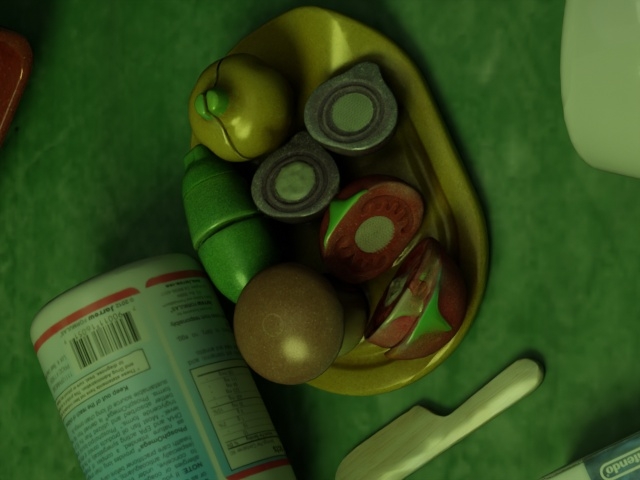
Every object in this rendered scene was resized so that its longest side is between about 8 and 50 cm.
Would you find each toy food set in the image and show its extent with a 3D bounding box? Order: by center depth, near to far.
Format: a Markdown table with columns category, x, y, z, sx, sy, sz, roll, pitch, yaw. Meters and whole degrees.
| category | x | y | z | sx | sy | sz | roll | pitch | yaw |
| --- | --- | --- | --- | --- | --- | --- | --- | --- | --- |
| toy food set | 0.000 | 0.000 | 0.666 | 0.128 | 0.071 | 0.218 | -30 | 77 | 24 |

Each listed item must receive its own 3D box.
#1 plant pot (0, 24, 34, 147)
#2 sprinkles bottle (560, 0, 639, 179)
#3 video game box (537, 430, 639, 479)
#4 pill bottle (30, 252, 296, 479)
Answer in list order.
| category | x | y | z | sx | sy | sz | roll | pitch | yaw |
| --- | --- | --- | --- | --- | --- | --- | --- | --- | --- |
| plant pot | -0.347 | -0.040 | 0.733 | 0.236 | 0.267 | 0.267 | 31 | 103 | 35 |
| sprinkles bottle | 0.263 | -0.054 | 0.502 | 0.355 | 0.121 | 0.121 | 12 | 95 | 27 |
| video game box | 0.209 | 0.132 | 0.571 | 0.205 | 0.048 | 0.187 | -31 | 78 | 24 |
| pill bottle | -0.063 | 0.093 | 0.690 | 0.087 | 0.087 | 0.160 | -29 | 77 | 24 |
